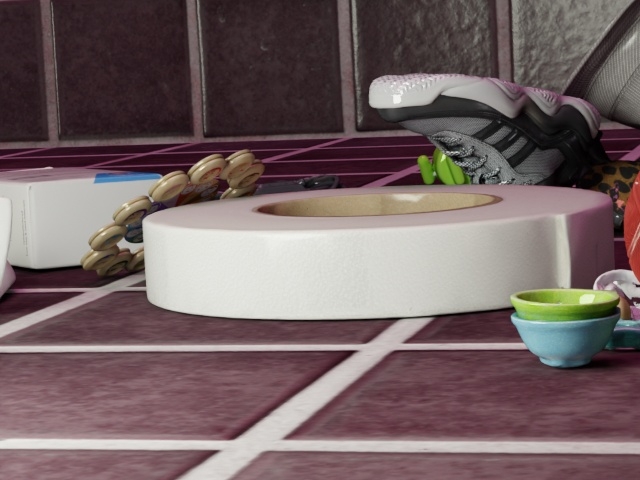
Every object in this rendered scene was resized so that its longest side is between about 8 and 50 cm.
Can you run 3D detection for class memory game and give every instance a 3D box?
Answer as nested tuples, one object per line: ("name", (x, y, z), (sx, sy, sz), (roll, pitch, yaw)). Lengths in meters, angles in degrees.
("memory game", (-0.128, -0.022, 1.767), (0.186, 0.012, 0.186), (-30, -16, -9))

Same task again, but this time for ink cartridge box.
("ink cartridge box", (-0.267, -0.024, 1.961), (0.148, 0.086, 0.203), (-6, 6, -34))

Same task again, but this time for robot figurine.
("robot figurine", (0.178, -0.098, 2.543), (0.101, 0.067, 0.115), (-23, 7, 0))

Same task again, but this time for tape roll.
("tape roll", (0.049, 0.004, 1.640), (0.392, 0.072, 0.392), (-3, 5, 0))

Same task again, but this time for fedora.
("fedora", (0.363, -0.177, 2.000), (0.124, 0.243, 0.275), (41, 29, 11))

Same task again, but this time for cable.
("cable", (-0.054, -0.047, 2.324), (0.184, 0.047, 0.150), (-9, 4, -30))

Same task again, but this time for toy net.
("toy net", (0.200, 0.045, 1.299), (0.122, 0.045, 0.232), (-1, 6, 16))

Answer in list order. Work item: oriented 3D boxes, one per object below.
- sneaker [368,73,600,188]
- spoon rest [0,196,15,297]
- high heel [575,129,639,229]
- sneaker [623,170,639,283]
("sneaker", (0.152, -0.070, 1.853), (0.269, 0.153, 0.101), (8, -1, -39))
("spoon rest", (-0.309, 0.025, 1.655), (0.137, 0.084, 0.276), (-4, -7, -20))
("high heel", (0.380, -0.042, 2.028), (0.261, 0.093, 0.186), (9, 28, -7))
("sneaker", (0.286, 0.020, 1.265), (0.128, 0.087, 0.221), (13, 24, -23))
